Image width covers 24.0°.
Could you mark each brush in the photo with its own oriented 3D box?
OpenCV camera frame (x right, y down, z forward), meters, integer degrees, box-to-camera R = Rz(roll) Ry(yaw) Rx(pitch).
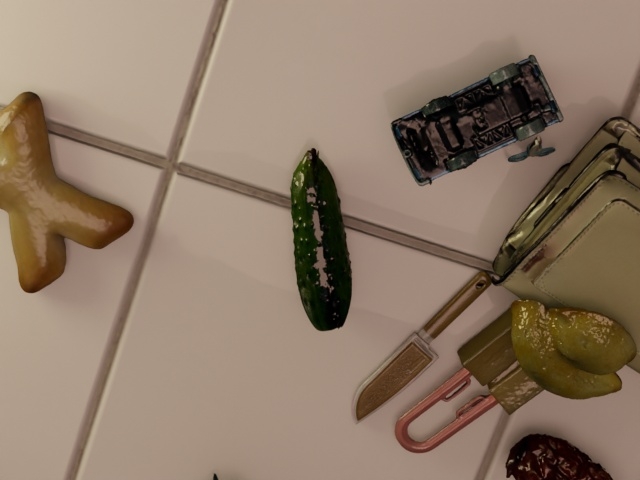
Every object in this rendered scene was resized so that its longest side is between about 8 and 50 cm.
[{"bbox_3d":[0.191,0.189,1.878,0.233,0.047,0.103,-39,106,10],"label":"brush"}]

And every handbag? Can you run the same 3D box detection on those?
[{"bbox_3d":[0.414,0.050,1.780,0.358,0.160,0.237,33,121,-9],"label":"handbag"}]

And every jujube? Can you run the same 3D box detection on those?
[{"bbox_3d":[0.313,0.306,1.892,0.104,0.104,0.166,-42,95,10],"label":"jujube"}]

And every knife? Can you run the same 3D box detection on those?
[{"bbox_3d":[0.126,0.138,1.875,0.046,0.022,0.256,41,102,-16],"label":"knife"}]

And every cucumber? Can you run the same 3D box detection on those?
[{"bbox_3d":[0.000,0.000,1.811,0.069,0.069,0.227,-7,103,1],"label":"cucumber"}]

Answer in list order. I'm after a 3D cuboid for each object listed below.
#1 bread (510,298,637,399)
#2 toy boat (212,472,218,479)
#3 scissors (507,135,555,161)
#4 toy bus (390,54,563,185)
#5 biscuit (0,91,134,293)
[{"bbox_3d":[0.303,0.141,1.767,0.149,0.065,0.188,-2,139,38],"label":"bread"},{"bbox_3d":[-0.085,0.419,1.917,0.093,0.103,0.246,-23,113,31],"label":"toy boat"},{"bbox_3d":[0.250,-0.107,1.758,0.058,0.119,0.014,-12,83,1],"label":"scissors"},{"bbox_3d":[0.179,-0.136,1.749,0.184,0.106,0.090,-25,92,3],"label":"toy bus"},{"bbox_3d":[-0.346,-0.054,1.794,0.164,0.047,0.208,-34,105,9],"label":"biscuit"}]
